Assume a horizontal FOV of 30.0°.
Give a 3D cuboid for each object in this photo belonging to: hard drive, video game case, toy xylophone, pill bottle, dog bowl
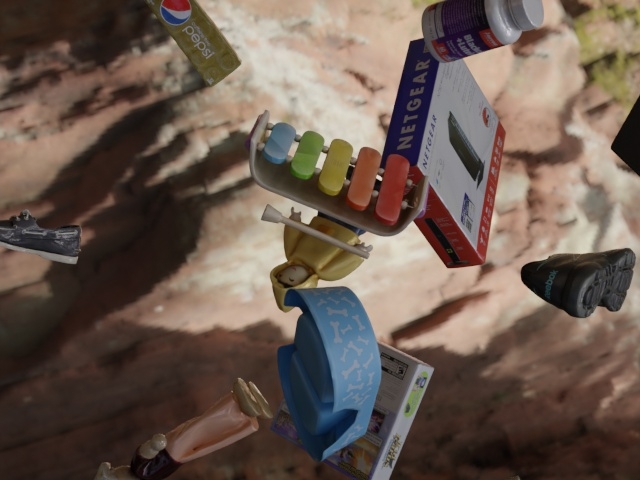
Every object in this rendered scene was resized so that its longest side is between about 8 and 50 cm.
[{"bbox_3d":[0.375,-0.108,1.299,0.022,0.135,0.094,13,116,-27],"label":"hard drive"},{"bbox_3d":[0.055,0.298,2.237,0.061,0.269,0.244,22,91,-49],"label":"video game case"},{"bbox_3d":[0.022,-0.089,1.963,0.322,0.236,0.081,17,125,-9],"label":"toy xylophone"},{"bbox_3d":[0.280,-0.380,2.056,0.193,0.108,0.108,-12,170,36],"label":"pill bottle"},{"bbox_3d":[0.011,0.168,1.544,0.074,0.166,0.297,-16,149,-16],"label":"dog bowl"}]

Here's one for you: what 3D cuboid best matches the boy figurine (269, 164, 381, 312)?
[{"bbox_3d":[0.000,0.000,2.135,0.285,0.177,0.092,-49,152,-15],"label":"boy figurine"}]

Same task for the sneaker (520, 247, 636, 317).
[{"bbox_3d":[0.384,0.049,1.751,0.106,0.101,0.267,18,-170,30],"label":"sneaker"}]

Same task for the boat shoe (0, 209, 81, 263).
[{"bbox_3d":[-0.455,-0.017,1.821,0.206,0.065,0.075,18,-179,-41],"label":"boat shoe"}]

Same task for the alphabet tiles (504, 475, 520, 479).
[{"bbox_3d":[0.269,0.486,1.820,0.285,0.011,0.342,-21,129,10],"label":"alphabet tiles"}]

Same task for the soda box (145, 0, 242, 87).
[{"bbox_3d":[-0.192,-0.317,1.760,0.061,0.181,0.058,-36,-167,5],"label":"soda box"}]

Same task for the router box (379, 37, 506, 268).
[{"bbox_3d":[0.239,-0.167,2.259,0.082,0.335,0.301,-9,140,31],"label":"router box"}]

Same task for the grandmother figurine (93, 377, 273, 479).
[{"bbox_3d":[-0.256,0.367,2.083,0.342,0.104,0.208,-34,152,6],"label":"grandmother figurine"}]
